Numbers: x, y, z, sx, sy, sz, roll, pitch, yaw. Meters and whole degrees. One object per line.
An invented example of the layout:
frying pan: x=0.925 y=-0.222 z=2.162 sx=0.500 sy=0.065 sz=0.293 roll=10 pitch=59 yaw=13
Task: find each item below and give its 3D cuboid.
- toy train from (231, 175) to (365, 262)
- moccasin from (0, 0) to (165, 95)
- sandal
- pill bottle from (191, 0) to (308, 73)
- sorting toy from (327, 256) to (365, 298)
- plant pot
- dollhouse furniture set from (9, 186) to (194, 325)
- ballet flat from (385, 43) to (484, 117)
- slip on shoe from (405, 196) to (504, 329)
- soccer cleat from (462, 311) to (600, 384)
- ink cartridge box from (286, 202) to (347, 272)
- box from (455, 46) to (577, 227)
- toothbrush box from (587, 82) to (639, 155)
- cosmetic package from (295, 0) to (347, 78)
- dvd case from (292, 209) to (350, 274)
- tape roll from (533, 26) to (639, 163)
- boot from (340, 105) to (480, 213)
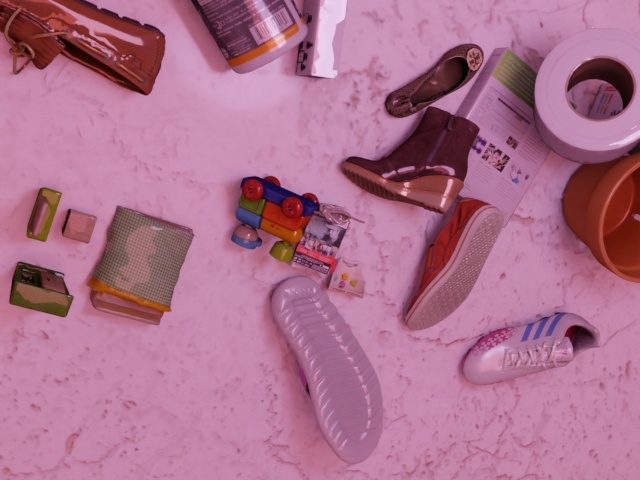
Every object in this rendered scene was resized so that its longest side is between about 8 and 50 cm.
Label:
toy train: x=-0.051 y=-0.020 z=1.541 sx=0.248 sy=0.105 sz=0.143 roll=25 pitch=106 yaw=16
moccasin: x=-0.456 y=-0.344 z=1.353 sx=0.380 sy=0.139 sz=0.146 roll=17 pitch=86 yaw=-33
sandal: x=0.014 y=0.265 z=1.689 sx=0.169 sy=0.102 sz=0.416 roll=-25 pitch=97 yaw=-31
pill bottle: x=-0.152 y=-0.453 z=1.428 sx=0.162 sy=0.162 sz=0.278 roll=-35 pitch=111 yaw=-12
sorting toy: x=0.056 y=0.075 z=1.691 sx=0.083 sy=0.045 sz=0.075 roll=17 pitch=87 yaw=-24
plant pot: x=0.688 y=-0.072 z=1.811 sx=0.291 sy=0.203 sz=0.290 roll=-6 pitch=109 yaw=-19
dollhouse furniture set: x=-0.379 y=0.041 z=1.447 sx=0.302 sy=0.151 sz=0.197 roll=18 pitch=94 yaw=-24
ballet flat: x=0.246 y=-0.330 z=1.668 sx=0.250 sy=0.058 sz=0.084 roll=-32 pitch=112 yaw=-13
slip on shoe: x=0.276 y=0.053 z=1.735 sx=0.123 sy=0.101 sz=0.331 roll=8 pitch=117 yaw=-39
soccer cleat: x=0.489 y=0.251 z=1.843 sx=0.331 sy=0.143 sz=0.116 roll=-20 pitch=108 yaw=-16
ink cartridge box: x=-0.011 y=-0.011 z=1.635 sx=0.099 sy=0.056 sz=0.135 roll=9 pitch=98 yaw=-23
box: x=0.392 y=-0.222 z=1.753 sx=0.232 sy=0.058 sz=0.322 roll=32 pitch=90 yaw=-24
toothbrush box: x=0.781 y=-0.245 z=1.819 sx=0.283 sy=0.206 sz=0.122 roll=21 pitch=93 yaw=-23
cosmetic package: x=0.005 y=-0.431 z=1.529 sx=0.061 sy=0.099 sz=0.238 roll=4 pitch=99 yaw=-23
dvd case: x=0.000 y=0.000 z=1.602 sx=0.087 sy=0.013 sz=0.119 roll=22 pitch=94 yaw=-25
tape roll: x=0.555 y=-0.286 z=1.620 sx=0.246 sy=0.169 sz=0.246 roll=-1 pitch=87 yaw=14
boot: x=0.186 y=-0.182 z=1.655 sx=0.249 sy=0.090 sz=0.206 roll=20 pitch=77 yaw=3
